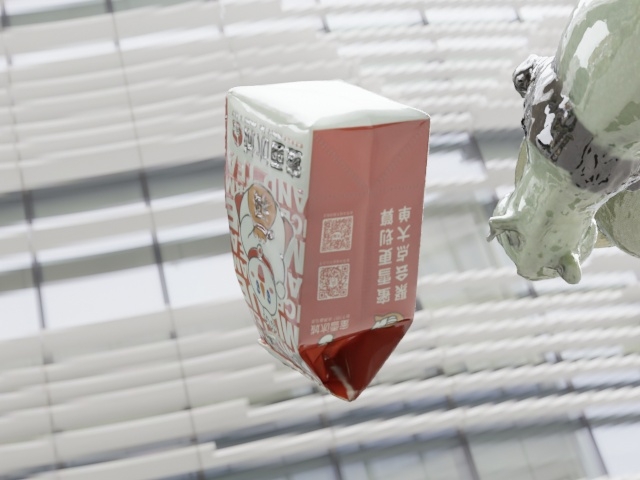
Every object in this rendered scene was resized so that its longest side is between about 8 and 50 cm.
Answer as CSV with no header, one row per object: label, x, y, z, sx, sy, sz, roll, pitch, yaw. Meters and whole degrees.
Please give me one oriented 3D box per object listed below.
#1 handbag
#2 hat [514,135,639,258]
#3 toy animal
handbag,0.000,0.000,1.436,0.151,0.171,0.298,-10,-67,-32
hat,0.330,-0.058,1.413,0.257,0.130,0.257,-11,-50,-13
toy animal,0.149,-0.075,0.703,0.094,0.121,0.225,35,-61,-1
